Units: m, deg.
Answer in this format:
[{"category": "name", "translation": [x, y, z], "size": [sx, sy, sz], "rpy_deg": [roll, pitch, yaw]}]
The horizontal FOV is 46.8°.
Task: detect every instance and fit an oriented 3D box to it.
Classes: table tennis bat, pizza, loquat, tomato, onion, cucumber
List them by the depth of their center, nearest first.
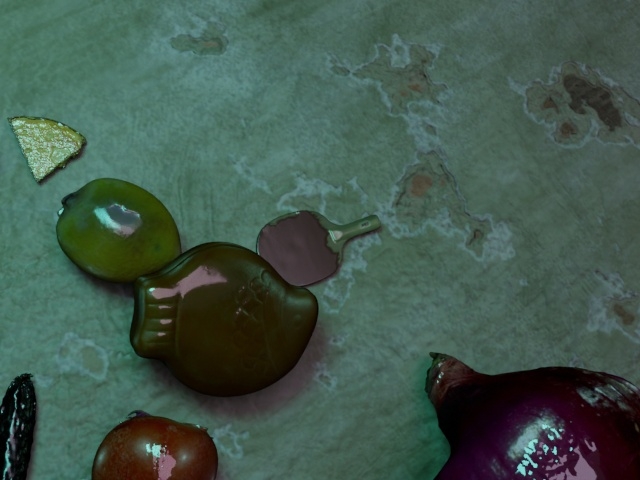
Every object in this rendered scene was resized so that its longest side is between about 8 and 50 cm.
[{"category": "tomato", "translation": [-0.226, 0.316, 0.997], "size": [0.167, 0.167, 0.167], "rpy_deg": [7, 69, -18]}, {"category": "cucumber", "translation": [-0.415, 0.270, 1.005], "size": [0.053, 0.053, 0.182], "rpy_deg": [8, 66, -17]}, {"category": "loquat", "translation": [-0.296, -0.010, 1.102], "size": [0.195, 0.152, 0.152], "rpy_deg": [30, 63, -16]}, {"category": "onion", "translation": [0.294, 0.309, 1.104], "size": [0.398, 0.398, 0.420], "rpy_deg": [-19, 56, -25]}, {"category": "pizza", "translation": [-0.438, -0.141, 1.160], "size": [0.123, 0.026, 0.109], "rpy_deg": [15, 69, -17]}, {"category": "table tennis bat", "translation": [0.000, 0.000, 1.274], "size": [0.234, 0.022, 0.131], "rpy_deg": [-20, 78, -24]}]

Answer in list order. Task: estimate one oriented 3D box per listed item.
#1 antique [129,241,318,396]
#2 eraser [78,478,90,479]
[{"category": "antique", "translation": [-0.143, 0.113, 1.091], "size": [0.278, 0.129, 0.224], "rpy_deg": [0, 94, -27]}, {"category": "eraser", "translation": [-0.337, 0.334, 0.976], "size": [0.065, 0.105, 0.026], "rpy_deg": [-2, 72, -20]}]
